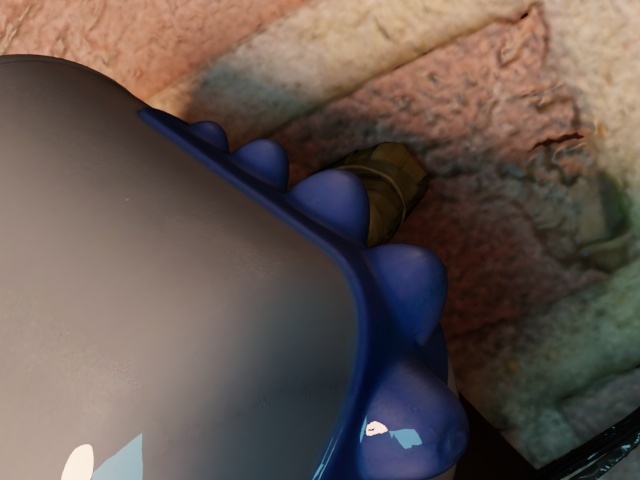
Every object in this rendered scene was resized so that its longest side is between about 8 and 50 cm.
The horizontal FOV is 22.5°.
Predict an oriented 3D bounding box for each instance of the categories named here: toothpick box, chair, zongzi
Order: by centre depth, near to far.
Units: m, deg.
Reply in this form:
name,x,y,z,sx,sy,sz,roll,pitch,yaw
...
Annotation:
name,x,y,z,sx,sy,sz,roll,pitch,yaw
toothpick box,-0.079,0.062,0.789,0.355,0.263,0.263,35,117,42
chair,0.095,0.105,0.858,0.101,0.084,0.212,44,117,7
zongzi,0.000,0.000,0.863,0.104,0.113,0.052,-35,103,30
